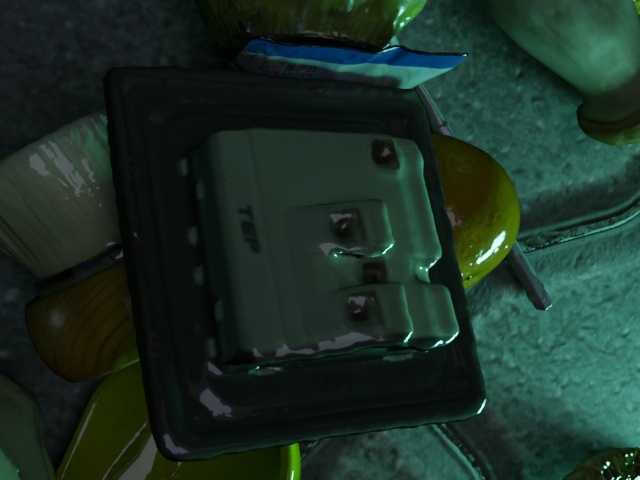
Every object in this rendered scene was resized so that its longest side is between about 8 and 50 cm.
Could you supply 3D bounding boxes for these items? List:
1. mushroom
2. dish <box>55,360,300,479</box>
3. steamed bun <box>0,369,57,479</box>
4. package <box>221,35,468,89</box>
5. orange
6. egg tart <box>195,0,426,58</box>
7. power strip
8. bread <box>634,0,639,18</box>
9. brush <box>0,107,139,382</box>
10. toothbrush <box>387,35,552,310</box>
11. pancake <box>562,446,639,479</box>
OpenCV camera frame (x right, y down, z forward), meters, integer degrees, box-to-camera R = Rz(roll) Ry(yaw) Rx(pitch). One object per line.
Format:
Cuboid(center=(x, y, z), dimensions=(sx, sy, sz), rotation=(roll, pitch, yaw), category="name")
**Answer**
Cuboid(center=(0.202, -0.224, 0.850), dimensions=(0.128, 0.128, 0.350), rotation=(-47, 113, -11), category="mushroom")
Cuboid(center=(-0.101, 0.218, 0.766), dimensions=(0.108, 0.221, 0.262), rotation=(35, 70, -63), category="dish")
Cuboid(center=(-0.339, 0.197, 0.606), dimensions=(0.339, 0.247, 0.352), rotation=(-45, 106, -13), category="steamed bun")
Cuboid(center=(0.002, -0.121, 0.754), dimensions=(0.171, 0.173, 0.027), rotation=(2, 78, -23), category="package")
Cuboid(center=(0.085, -0.019, 0.816), dimensions=(0.159, 0.159, 0.136), rotation=(-29, 73, -17), category="orange")
Cuboid(center=(-0.010, -0.177, 0.731), dimensions=(0.197, 0.197, 0.078), rotation=(0, 94, -23), category="egg tart")
Cuboid(center=(-0.001, 0.000, 0.635), dimensions=(0.251, 0.092, 0.257), rotation=(-4, 74, -25), category="power strip")
Cuboid(center=(0.312, -0.302, 0.920), dimensions=(0.103, 0.065, 0.187), rotation=(6, 95, -22), category="bread")
Cuboid(center=(-0.116, -0.024, 0.725), dimensions=(0.266, 0.174, 0.166), rotation=(-28, 97, -26), category="brush")
Cuboid(center=(0.120, -0.072, 0.887), dimensions=(0.029, 0.024, 0.354), rotation=(-37, 108, -9), category="toothbrush")
Cuboid(center=(0.338, 0.365, 0.919), dimensions=(0.356, 0.065, 0.356), rotation=(19, 54, -28), category="pancake")
